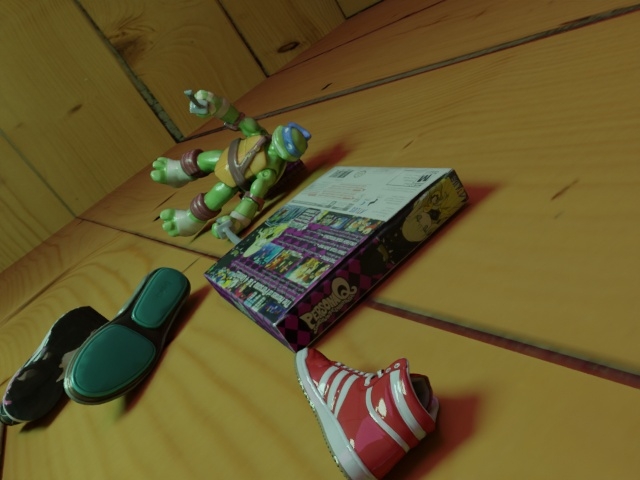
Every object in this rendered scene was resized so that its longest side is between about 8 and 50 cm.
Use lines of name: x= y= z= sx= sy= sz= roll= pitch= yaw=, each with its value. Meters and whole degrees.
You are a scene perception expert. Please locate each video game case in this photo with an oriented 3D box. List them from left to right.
video game case: x=0.000 y=0.000 z=0.577 sx=0.210 sy=0.041 sz=0.232 roll=-40 pitch=22 yaw=-16

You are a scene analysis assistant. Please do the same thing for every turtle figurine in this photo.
turtle figurine: x=-0.170 y=-0.103 z=0.839 sx=0.266 sy=0.197 sz=0.274 roll=-22 pitch=20 yaw=39

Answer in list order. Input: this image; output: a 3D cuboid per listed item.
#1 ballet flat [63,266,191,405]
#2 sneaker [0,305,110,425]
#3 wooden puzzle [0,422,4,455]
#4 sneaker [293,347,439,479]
ballet flat: x=-0.208 y=0.111 z=0.632 sx=0.068 sy=0.072 sz=0.213 roll=-54 pitch=7 yaw=35
sneaker: x=-0.331 y=0.152 z=0.704 sx=0.077 sy=0.072 sz=0.178 roll=-33 pitch=13 yaw=33
wooden puzzle: x=-0.450 y=0.185 z=0.584 sx=0.044 sy=0.239 sz=0.221 roll=-57 pitch=26 yaw=-10
sneaker: x=0.027 y=0.088 z=0.345 sx=0.067 sy=0.042 sz=0.118 roll=-38 pitch=29 yaw=0
